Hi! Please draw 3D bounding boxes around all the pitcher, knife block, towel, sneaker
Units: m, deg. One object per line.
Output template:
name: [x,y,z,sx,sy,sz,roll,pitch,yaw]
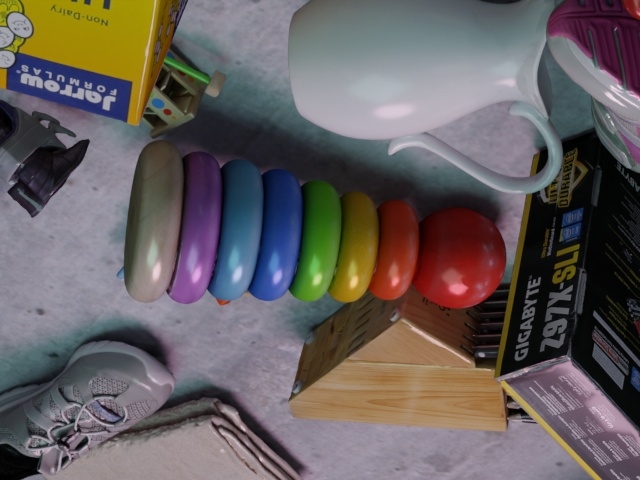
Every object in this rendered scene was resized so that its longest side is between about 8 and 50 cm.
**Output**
pitcher: [0.086,-0.118,1.433,0.207,0.125,0.177,-2,107,11]
knife block: [0.138,0.128,1.730,0.242,0.088,0.276,33,135,-18]
towel: [-0.163,0.257,1.996,0.282,0.049,0.187,-16,130,33]
sneaker: [0.249,-0.105,1.405,0.252,0.103,0.111,29,145,-36]
sneaker: [-0.256,0.196,1.908,0.105,0.115,0.281,39,134,-24]

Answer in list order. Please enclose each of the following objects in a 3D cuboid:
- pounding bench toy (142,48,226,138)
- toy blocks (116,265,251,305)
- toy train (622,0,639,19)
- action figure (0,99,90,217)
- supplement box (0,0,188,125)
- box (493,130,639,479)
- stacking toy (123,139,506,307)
pounding bench toy: [-0.129,-0.138,1.549,0.083,0.052,0.065,-24,125,36]
toy blocks: [-0.115,0.020,1.717,0.123,0.054,0.148,33,136,-18]
toy train: [0.264,-0.232,1.298,0.248,0.105,0.143,26,125,-11]
action figure: [-0.346,-0.129,1.601,0.285,0.099,0.185,35,143,-15]
supplement box: [-0.176,-0.287,1.292,0.194,0.195,0.356,16,139,1]
box: [0.280,0.102,1.530,0.079,0.257,0.322,-21,128,36]
stacking toy: [0.000,0.000,1.594,0.330,0.141,0.141,7,140,-12]
